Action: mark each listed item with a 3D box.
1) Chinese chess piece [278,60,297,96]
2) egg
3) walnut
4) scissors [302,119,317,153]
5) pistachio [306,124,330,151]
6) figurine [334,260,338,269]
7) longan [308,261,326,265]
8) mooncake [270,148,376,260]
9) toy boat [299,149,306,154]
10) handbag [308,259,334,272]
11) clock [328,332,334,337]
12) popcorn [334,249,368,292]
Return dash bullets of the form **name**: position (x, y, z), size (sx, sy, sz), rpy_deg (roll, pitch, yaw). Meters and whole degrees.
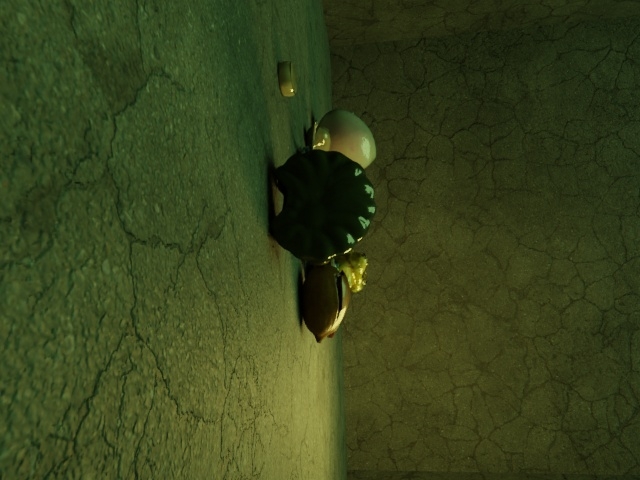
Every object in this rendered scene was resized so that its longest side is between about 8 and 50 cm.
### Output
- **Chinese chess piece**: position (-0.121, -0.593, 1.503), size (0.122, 0.051, 0.122), rpy_deg (-5, 90, -82)
- **egg**: position (0.124, -0.597, 2.402), size (0.354, 0.354, 0.340), rpy_deg (-84, 152, -52)
- **walnut**: position (0.016, 0.266, 1.712), size (0.209, 0.208, 0.336), rpy_deg (-24, 123, -83)
- **scissors**: position (-0.036, -0.397, 1.773), size (0.360, 0.029, 0.191), rpy_deg (108, -30, -62)
- **pistachio**: position (-0.012, -0.501, 2.091), size (0.152, 0.126, 0.223), rpy_deg (-54, 164, -18)
- **figurine**: position (0.023, 0.126, 2.162), size (0.102, 0.111, 0.195), rpy_deg (-61, 143, -12)
- **longan**: position (-0.019, 0.034, 1.803), size (0.145, 0.176, 0.155), rpy_deg (25, 75, -34)
- **mooncake**: position (0.007, -0.103, 1.280), size (0.187, 0.351, 0.351), rpy_deg (119, -31, -81)
- **toy boat**: position (-0.076, -0.344, 1.750), size (0.210, 0.066, 0.084), rpy_deg (-104, -161, -62)
- **handbag**: position (0.001, 0.154, 1.920), size (0.235, 0.127, 0.213), rpy_deg (-76, -170, -63)
- **clock**: position (0.049, 0.343, 2.122), size (0.318, 0.080, 0.319), rpy_deg (180, -90, -82)
- **popcorn**: position (0.106, 0.152, 2.358), size (0.325, 0.290, 0.321), rpy_deg (42, -3, -36)
